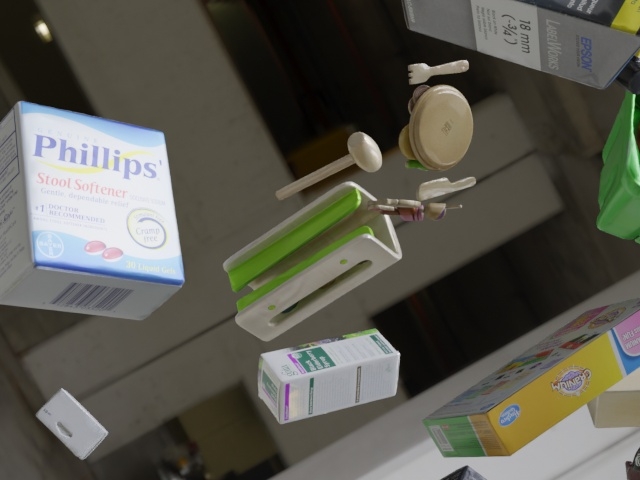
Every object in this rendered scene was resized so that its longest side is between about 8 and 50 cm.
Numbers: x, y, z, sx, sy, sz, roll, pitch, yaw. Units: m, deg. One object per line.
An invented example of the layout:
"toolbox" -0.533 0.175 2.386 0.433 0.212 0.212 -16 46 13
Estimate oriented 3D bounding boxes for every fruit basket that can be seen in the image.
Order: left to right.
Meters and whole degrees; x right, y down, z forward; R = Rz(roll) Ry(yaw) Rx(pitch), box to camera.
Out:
"fruit basket" 0.613 -0.109 1.783 0.392 0.392 0.283 68 29 -48

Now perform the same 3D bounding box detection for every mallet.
"mallet" 0.408 -0.268 1.519 0.062 0.039 0.189 62 -39 46

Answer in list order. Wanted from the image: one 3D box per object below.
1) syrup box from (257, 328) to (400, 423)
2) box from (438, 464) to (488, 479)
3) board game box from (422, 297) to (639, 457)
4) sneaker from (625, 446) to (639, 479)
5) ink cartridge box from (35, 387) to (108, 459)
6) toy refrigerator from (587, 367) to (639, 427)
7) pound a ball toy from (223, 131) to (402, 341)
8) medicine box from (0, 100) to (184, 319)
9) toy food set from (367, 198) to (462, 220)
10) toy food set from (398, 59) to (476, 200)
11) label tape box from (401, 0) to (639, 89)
"syrup box" 0.014 0.240 2.215 0.093 0.237 0.096 45 -42 52
"box" 0.215 0.473 1.878 0.153 0.207 0.108 38 -35 -4
"board game box" 0.317 0.186 1.698 0.064 0.316 0.242 59 -17 1
"sneaker" 0.732 0.456 2.501 0.106 0.281 0.162 20 58 -50
"ink cartridge box" -0.336 0.250 1.694 0.088 0.052 0.122 44 -11 -1
"toy refrigerator" 0.612 0.267 2.206 0.102 0.270 0.094 -95 -176 -58
"pound a ball toy" 0.000 0.000 2.028 0.136 0.319 0.208 36 28 -45
"medicine box" -0.376 -0.042 1.954 0.149 0.263 0.289 -37 -125 43
"toy food set" 0.105 -0.035 1.485 0.078 0.122 0.019 -2 -95 57
"toy food set" 0.164 -0.161 1.781 0.038 0.132 0.192 12 -70 51
"label tape box" 0.279 -0.279 1.244 0.334 0.240 0.106 22 -26 25
